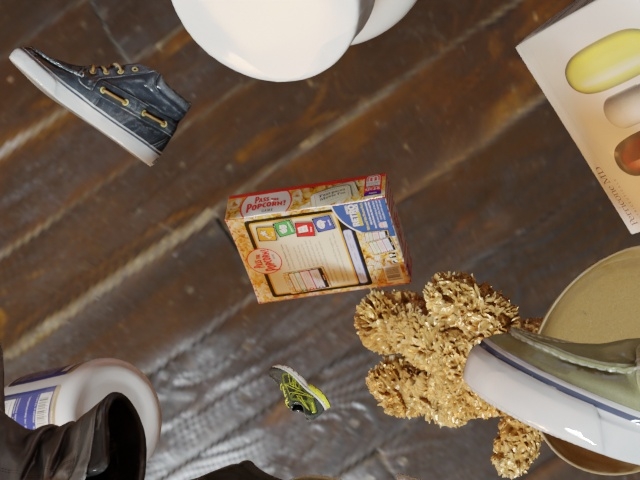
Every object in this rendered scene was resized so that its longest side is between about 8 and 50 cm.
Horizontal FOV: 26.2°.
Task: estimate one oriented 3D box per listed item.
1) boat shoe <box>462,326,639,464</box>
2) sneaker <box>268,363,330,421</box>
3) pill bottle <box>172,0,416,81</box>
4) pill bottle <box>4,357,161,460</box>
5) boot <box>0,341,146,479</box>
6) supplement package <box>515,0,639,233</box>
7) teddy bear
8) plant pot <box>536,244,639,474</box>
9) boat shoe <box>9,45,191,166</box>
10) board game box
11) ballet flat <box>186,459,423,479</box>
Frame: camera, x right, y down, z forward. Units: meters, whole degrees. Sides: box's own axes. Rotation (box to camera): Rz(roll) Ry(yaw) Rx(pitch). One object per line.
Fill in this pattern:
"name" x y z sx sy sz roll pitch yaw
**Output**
"boat shoe" 0.246 0.103 0.896 0.302 0.109 0.094 16 95 12
"sneaker" -0.029 0.166 1.501 0.083 0.031 0.035 31 65 30
"pill bottle" 0.009 -0.164 0.652 0.117 0.118 0.208 10 41 16
"pill bottle" -0.339 0.241 1.793 0.264 0.153 0.153 -15 67 47
"boot" -0.233 0.165 1.092 0.222 0.118 0.338 -26 49 22
"supplement package" 0.307 -0.140 1.098 0.149 0.203 0.194 -37 96 -32
"teddy bear" 0.174 0.145 1.530 0.338 0.113 0.245 21 120 32
"plant pot" 0.300 0.113 1.333 0.236 0.236 0.032 -45 26 -2
"boat shoe" -0.224 -0.161 1.415 0.183 0.065 0.083 36 85 -17
"board game box" 0.000 0.000 1.642 0.193 0.147 0.045 -8 42 12
"ballet flat" 0.020 0.163 0.721 0.280 0.096 0.095 10 120 47
